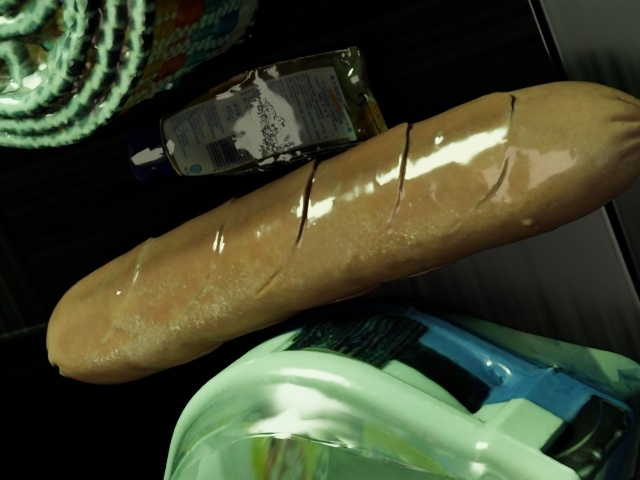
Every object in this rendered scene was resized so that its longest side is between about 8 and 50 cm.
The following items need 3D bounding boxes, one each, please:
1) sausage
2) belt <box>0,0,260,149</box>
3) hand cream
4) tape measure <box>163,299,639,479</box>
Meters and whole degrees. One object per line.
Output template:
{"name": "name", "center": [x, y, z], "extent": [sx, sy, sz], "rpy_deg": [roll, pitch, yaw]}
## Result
{"name": "sausage", "center": [-0.001, 0.000, 0.802], "extent": [0.433, 0.088, 0.088], "rpy_deg": [-21, 102, 30]}
{"name": "belt", "center": [-0.178, -0.160, 0.766], "extent": [0.295, 0.160, 0.206], "rpy_deg": [23, 120, 14]}
{"name": "hand cream", "center": [-0.039, -0.068, 0.821], "extent": [0.163, 0.039, 0.062], "rpy_deg": [-12, 106, 22]}
{"name": "tape measure", "center": [0.036, 0.167, 0.830], "extent": [0.262, 0.138, 0.259], "rpy_deg": [21, 118, 15]}
